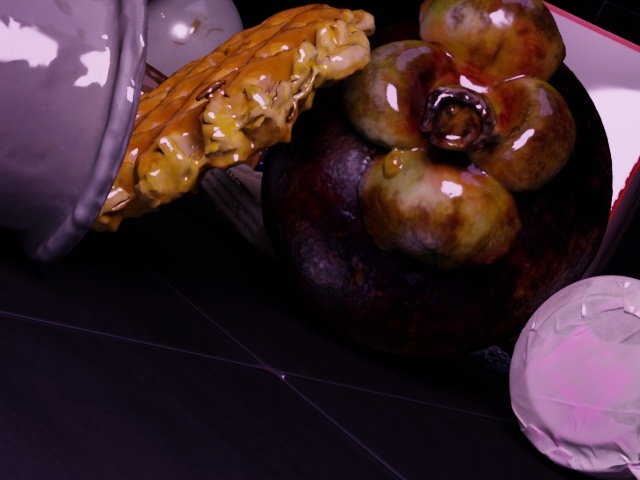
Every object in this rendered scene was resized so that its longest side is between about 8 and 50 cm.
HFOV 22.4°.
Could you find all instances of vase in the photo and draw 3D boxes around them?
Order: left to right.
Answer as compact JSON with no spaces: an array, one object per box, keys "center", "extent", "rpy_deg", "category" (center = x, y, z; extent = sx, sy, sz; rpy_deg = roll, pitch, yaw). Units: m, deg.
[{"center":[-0.298,-0.129,1.113],"extent":[0.291,0.245,0.245],"rpy_deg":[14,14,-27],"category":"vase"}]

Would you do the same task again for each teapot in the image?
[{"center":[0.284,0.137,1.338],"extent":[0.222,0.163,0.178],"rpy_deg":[32,4,36],"category":"teapot"}]

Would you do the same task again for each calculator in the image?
[{"center":[0.143,0.095,1.641],"extent":[0.057,0.018,0.172],"rpy_deg":[22,8,-30],"category":"calculator"}]

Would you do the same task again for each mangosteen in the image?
[{"center":[0.102,-0.059,1.406],"extent":[0.330,0.330,0.330],"rpy_deg":[25,9,-4],"category":"mangosteen"}]

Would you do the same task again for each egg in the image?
[{"center":[-0.198,-0.225,1.881],"extent":[0.203,0.202,0.283],"rpy_deg":[22,-12,-23],"category":"egg"}]

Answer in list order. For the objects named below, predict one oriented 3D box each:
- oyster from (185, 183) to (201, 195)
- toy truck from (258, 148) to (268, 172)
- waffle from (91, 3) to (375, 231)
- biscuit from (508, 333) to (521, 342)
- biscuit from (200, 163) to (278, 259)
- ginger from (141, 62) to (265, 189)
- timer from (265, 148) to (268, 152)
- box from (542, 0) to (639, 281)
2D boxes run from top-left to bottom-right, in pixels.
[{"center":[-0.274,-0.126,1.613],"extent":[0.345,0.078,0.129],"rpy_deg":[22,1,-9],"category":"oyster"},{"center":[-0.017,-0.080,2.026],"extent":[0.063,0.074,0.136],"rpy_deg":[14,32,-49],"category":"toy truck"},{"center":[-0.094,-0.105,1.305],"extent":[0.068,0.325,0.302],"rpy_deg":[57,-8,-14],"category":"waffle"},{"center":[0.193,0.063,1.841],"extent":[0.170,0.050,0.170],"rpy_deg":[26,10,-5],"category":"biscuit"},{"center":[0.000,0.000,1.653],"extent":[0.252,0.052,0.150],"rpy_deg":[23,14,-38],"category":"biscuit"},{"center":[-0.194,-0.136,1.721],"extent":[0.309,0.107,0.133],"rpy_deg":[24,1,-21],"category":"ginger"},{"center":[-0.068,-0.181,2.117],"extent":[0.237,0.087,0.262],"rpy_deg":[-3,-12,38],"category":"timer"},{"center":[0.248,-0.106,1.998],"extent":[0.312,0.314,0.300],"rpy_deg":[28,-4,15],"category":"box"}]
